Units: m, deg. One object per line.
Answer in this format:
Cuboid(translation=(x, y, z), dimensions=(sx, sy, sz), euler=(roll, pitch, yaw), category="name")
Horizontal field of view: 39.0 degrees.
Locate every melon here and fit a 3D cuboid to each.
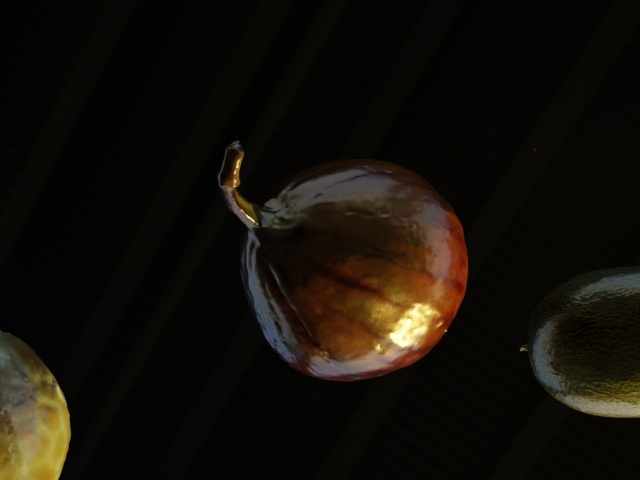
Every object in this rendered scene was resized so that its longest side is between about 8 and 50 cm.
Cuboid(translation=(0.228, 0.075, 0.678), dimensions=(0.167, 0.114, 0.114), euler=(-7, -86, 34), category="melon")

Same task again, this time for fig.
Cuboid(translation=(0.007, 0.021, 0.592), dimensions=(0.148, 0.202, 0.149), euler=(-33, -104, 46), category="fig")

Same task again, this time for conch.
Cuboid(translation=(-0.179, 0.109, 0.433), dimensions=(0.106, 0.116, 0.173), euler=(17, -59, -5), category="conch")
